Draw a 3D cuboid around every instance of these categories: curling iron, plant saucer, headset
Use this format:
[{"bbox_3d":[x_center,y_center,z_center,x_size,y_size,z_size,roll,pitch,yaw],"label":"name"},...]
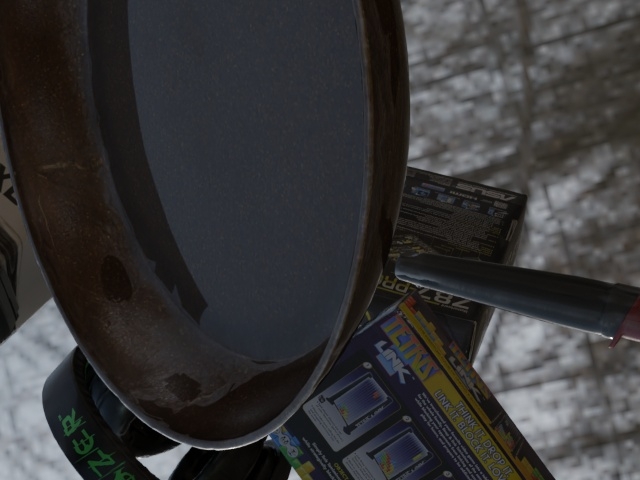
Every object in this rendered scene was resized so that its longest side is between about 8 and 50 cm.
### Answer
[{"bbox_3d":[0.172,0.044,0.988,0.068,0.274,0.035,42,-121,-75],"label":"curling iron"},{"bbox_3d":[-0.053,-0.071,0.762,0.050,0.310,0.310,-12,-93,-33],"label":"plant saucer"},{"bbox_3d":[-0.147,0.214,1.830,0.243,0.185,0.394,47,-164,14],"label":"headset"}]

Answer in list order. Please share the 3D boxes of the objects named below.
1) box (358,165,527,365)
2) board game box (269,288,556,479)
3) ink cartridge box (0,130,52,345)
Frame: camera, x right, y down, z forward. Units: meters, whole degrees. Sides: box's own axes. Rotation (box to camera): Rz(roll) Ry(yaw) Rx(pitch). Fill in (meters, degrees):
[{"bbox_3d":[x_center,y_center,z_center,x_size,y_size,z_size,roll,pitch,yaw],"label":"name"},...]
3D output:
[{"bbox_3d":[0.000,0.000,1.948,0.318,0.395,0.097,-58,-19,-63],"label":"box"},{"bbox_3d":[0.057,0.142,1.283,0.170,0.141,0.048,54,-158,0],"label":"board game box"},{"bbox_3d":[-0.391,-0.013,1.568,0.395,0.285,0.166,-46,-13,-30],"label":"ink cartridge box"}]
